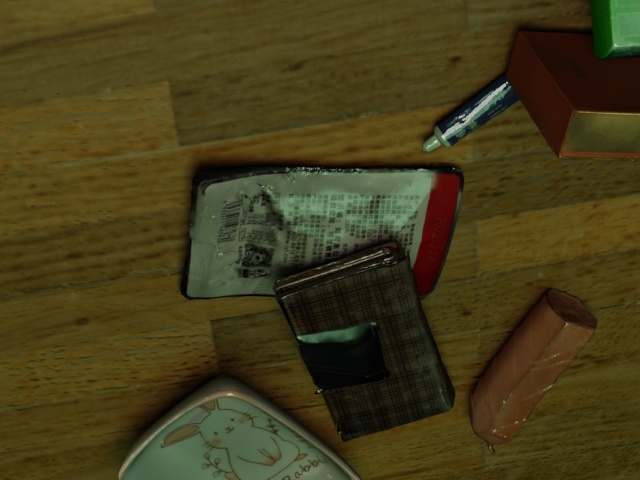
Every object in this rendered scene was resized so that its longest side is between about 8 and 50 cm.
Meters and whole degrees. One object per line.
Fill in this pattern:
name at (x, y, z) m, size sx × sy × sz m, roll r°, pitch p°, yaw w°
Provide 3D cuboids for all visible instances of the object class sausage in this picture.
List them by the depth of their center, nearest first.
sausage at (0.193, 0.127, 1.372) m, size 0.065 × 0.065 × 0.169 m, roll 22°, pitch 117°, yaw -23°

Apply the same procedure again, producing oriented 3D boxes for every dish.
dish at (-0.072, 0.210, 1.370) m, size 0.151 × 0.077 × 0.212 m, roll -38°, pitch 123°, yaw 18°

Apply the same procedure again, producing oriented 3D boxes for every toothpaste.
toothpaste at (0.144, -0.116, 1.217) m, size 0.140 × 0.021 × 0.037 m, roll -35°, pitch 124°, yaw 8°

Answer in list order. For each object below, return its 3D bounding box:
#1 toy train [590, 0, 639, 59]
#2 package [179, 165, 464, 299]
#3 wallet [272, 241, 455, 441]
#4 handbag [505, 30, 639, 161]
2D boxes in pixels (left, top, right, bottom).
toy train at (0.327, -0.207, 1.126) m, size 0.251 × 0.085 × 0.119 m, roll -4°, pitch 92°, yaw -4°
package at (0.000, 0.000, 1.264) m, size 0.239 × 0.030 × 0.154 m, roll 1°, pitch 131°, yaw -12°
wallet at (0.044, 0.097, 1.316) m, size 0.124 × 0.042 × 0.230 m, roll -19°, pitch 138°, yaw 3°
handbag at (0.260, -0.116, 1.165) m, size 0.190 × 0.127 × 0.063 m, roll 1°, pitch 126°, yaw -17°
